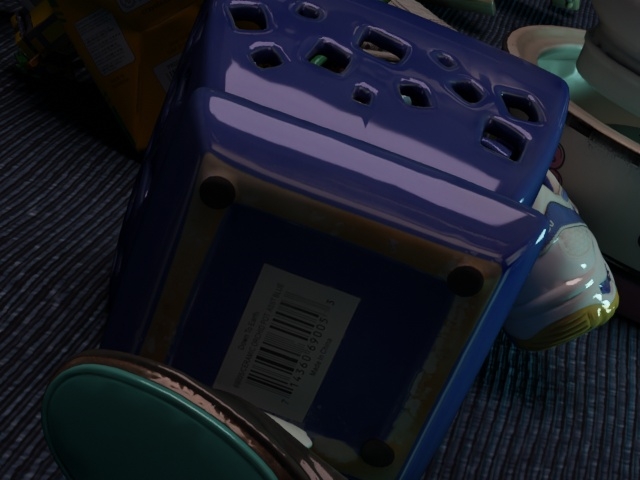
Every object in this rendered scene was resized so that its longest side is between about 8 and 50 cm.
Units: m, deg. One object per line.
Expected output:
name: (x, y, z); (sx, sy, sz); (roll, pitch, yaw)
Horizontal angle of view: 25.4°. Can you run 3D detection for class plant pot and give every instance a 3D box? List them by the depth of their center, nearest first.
plant pot: (0.000, 0.000, 0.842); (0.236, 0.236, 0.212); (20, 30, -6)

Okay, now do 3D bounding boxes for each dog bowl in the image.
dog bowl: (0.330, -0.045, 1.306); (0.408, 0.150, 0.408); (17, 24, -8)

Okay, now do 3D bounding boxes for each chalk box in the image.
chalk box: (-0.071, -0.224, 1.188); (0.179, 0.180, 0.289); (61, 27, -13)

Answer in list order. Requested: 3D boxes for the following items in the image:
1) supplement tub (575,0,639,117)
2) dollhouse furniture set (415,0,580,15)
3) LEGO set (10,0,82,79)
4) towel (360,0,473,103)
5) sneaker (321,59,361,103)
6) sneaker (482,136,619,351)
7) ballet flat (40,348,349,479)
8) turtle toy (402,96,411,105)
supplement tub: (0.372, -0.256, 1.197); (0.235, 0.325, 0.235); (18, 24, -8)
dollhouse furniture set: (0.207, -0.368, 2.030); (0.303, 0.174, 0.355); (14, -8, 13)
LEGO set: (-0.279, -0.264, 1.275); (0.255, 0.192, 0.331); (44, 34, -24)
towel: (0.011, -0.237, 1.501); (0.312, 0.056, 0.324); (7, 29, -32)
sneaker: (-0.031, -0.084, 1.142); (0.162, 0.106, 0.281); (7, 28, -25)
sneaker: (0.138, -0.033, 1.079); (0.112, 0.131, 0.296); (-28, 21, -2)
ballet flat: (-0.012, 0.147, 0.693); (0.280, 0.095, 0.096); (37, 16, 9)
turtle toy: (0.043, -0.115, 1.311); (0.095, 0.066, 0.130); (22, 24, 1)
